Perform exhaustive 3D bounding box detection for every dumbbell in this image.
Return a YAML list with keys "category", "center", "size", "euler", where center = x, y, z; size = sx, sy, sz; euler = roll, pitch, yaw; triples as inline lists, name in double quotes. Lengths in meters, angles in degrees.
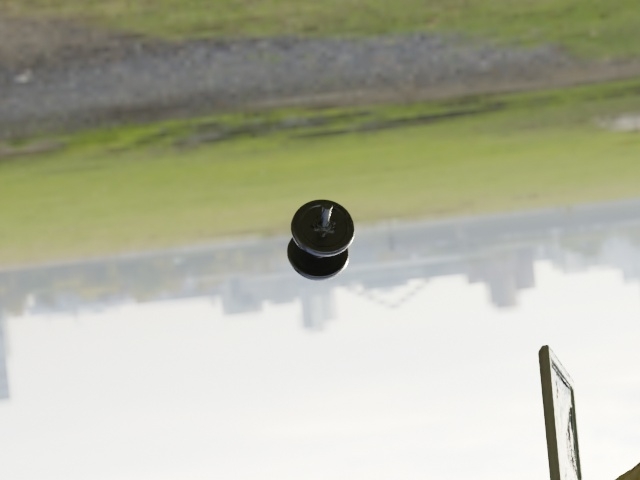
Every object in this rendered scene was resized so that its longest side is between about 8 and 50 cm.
- category: "dumbbell"
  center: [0.000, 0.000, 1.841]
  size: [0.069, 0.069, 0.147]
  euler: [-6, 151, -9]

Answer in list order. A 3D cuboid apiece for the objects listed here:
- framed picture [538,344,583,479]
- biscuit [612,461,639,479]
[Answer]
- category: "framed picture"
  center: [0.318, 0.261, 2.249]
  size: [0.019, 0.209, 0.281]
  euler: [-6, 166, 13]
- category: "biscuit"
  center: [0.305, 0.298, 1.767]
  size: [0.039, 0.174, 0.183]
  euler: [33, 150, -1]
